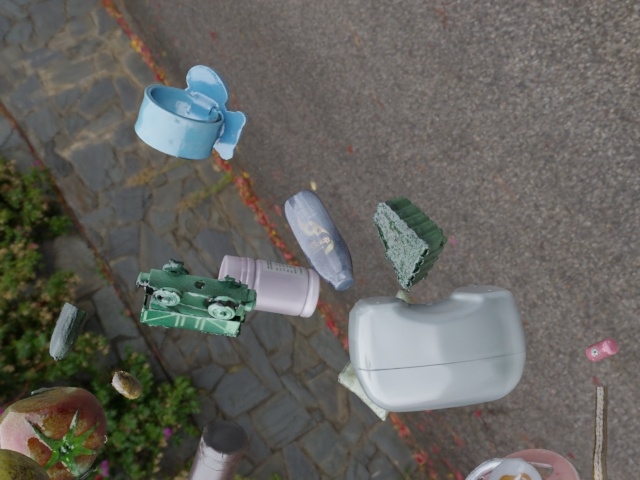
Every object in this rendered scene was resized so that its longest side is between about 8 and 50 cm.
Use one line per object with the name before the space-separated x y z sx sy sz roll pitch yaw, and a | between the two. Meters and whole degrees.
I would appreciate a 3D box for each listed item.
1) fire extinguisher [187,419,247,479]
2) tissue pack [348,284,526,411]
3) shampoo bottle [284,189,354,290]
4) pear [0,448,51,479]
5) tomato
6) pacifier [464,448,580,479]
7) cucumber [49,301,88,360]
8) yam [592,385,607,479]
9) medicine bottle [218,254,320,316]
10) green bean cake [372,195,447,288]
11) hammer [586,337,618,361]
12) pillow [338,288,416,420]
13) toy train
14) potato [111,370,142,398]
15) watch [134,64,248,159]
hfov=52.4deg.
fire extinguisher | -0.192 0.400 1.056 0.089 0.072 0.268 29 121 14
tissue pack | 0.226 0.221 1.288 0.229 0.333 0.236 164 99 -88
shampoo bottle | 0.000 0.000 1.348 0.234 0.087 0.049 62 -172 29
pear | -0.496 0.413 0.984 0.197 0.197 0.197 51 159 29
tomato | -0.788 0.564 1.918 0.239 0.303 0.303 22 138 46
pacifier | 0.441 0.605 1.416 0.273 0.332 0.220 33 142 7
cucumber | -0.458 0.167 1.175 0.048 0.105 0.048 15 161 5
yam | 0.835 0.602 1.941 0.045 0.045 0.327 123 154 -77
medicine bottle | -0.136 0.120 1.696 0.133 0.249 0.133 -170 90 -73
green bean cake | 0.230 -0.001 1.789 0.208 0.107 0.193 46 143 24
hammer | 0.634 0.247 1.467 0.043 0.043 0.083 58 156 13
pillow | 0.189 0.287 1.665 0.185 0.302 0.075 43 163 -19
toy train | -0.282 0.134 1.463 0.154 0.269 0.115 117 158 -48
potato | -0.432 0.323 1.456 0.083 0.040 0.051 49 -149 -41
watch | -0.276 -0.247 1.357 0.211 0.193 0.211 8 111 22
